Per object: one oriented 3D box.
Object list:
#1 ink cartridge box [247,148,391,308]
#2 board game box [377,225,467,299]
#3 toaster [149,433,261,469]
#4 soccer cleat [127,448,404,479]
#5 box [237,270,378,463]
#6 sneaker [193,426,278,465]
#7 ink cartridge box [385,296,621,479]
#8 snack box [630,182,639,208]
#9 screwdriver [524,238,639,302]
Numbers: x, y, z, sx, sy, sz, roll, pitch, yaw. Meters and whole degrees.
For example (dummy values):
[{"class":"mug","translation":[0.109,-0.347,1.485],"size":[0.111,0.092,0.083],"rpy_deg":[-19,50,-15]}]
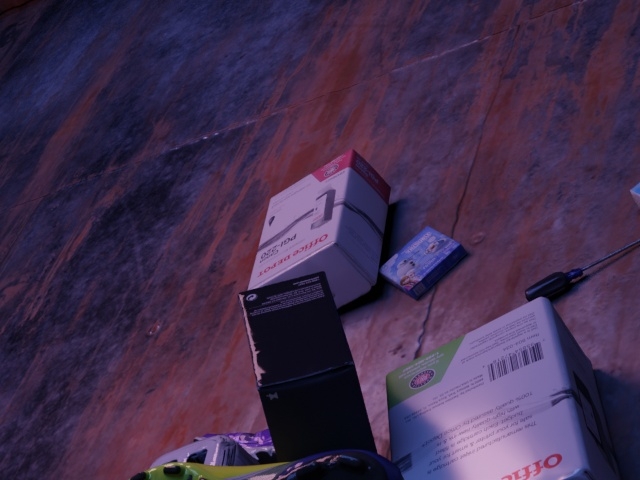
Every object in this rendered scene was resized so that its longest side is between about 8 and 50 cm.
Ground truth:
[{"class":"ink cartridge box","translation":[0.000,0.000,2.012],"size":[0.158,0.092,0.218],"rpy_deg":[-31,29,28]},{"class":"board game box","translation":[0.129,0.027,1.917],"size":[0.090,0.020,0.090],"rpy_deg":[-42,27,-9]},{"class":"toaster","translation":[-0.119,0.319,1.618],"size":[0.129,0.146,0.227],"rpy_deg":[-22,31,26]},{"class":"soccer cleat","translation":[-0.056,0.253,1.414],"size":[0.289,0.121,0.093],"rpy_deg":[-9,71,20]},{"class":"box","translation":[0.000,0.193,1.540],"size":[0.103,0.261,0.184],"rpy_deg":[-14,30,0]},{"class":"sneaker","translation":[-0.076,0.252,1.782],"size":[0.169,0.068,0.071],"rpy_deg":[0,29,36]},{"class":"ink cartridge box","translation":[0.179,0.210,1.486],"size":[0.198,0.115,0.273],"rpy_deg":[-28,29,17]},{"class":"snack box","translation":[0.519,-0.107,1.643],"size":[0.322,0.060,0.187],"rpy_deg":[-39,29,-5]},{"class":"screwdriver","translation":[0.312,0.030,1.720],"size":[0.169,0.025,0.024],"rpy_deg":[-24,29,5]}]
